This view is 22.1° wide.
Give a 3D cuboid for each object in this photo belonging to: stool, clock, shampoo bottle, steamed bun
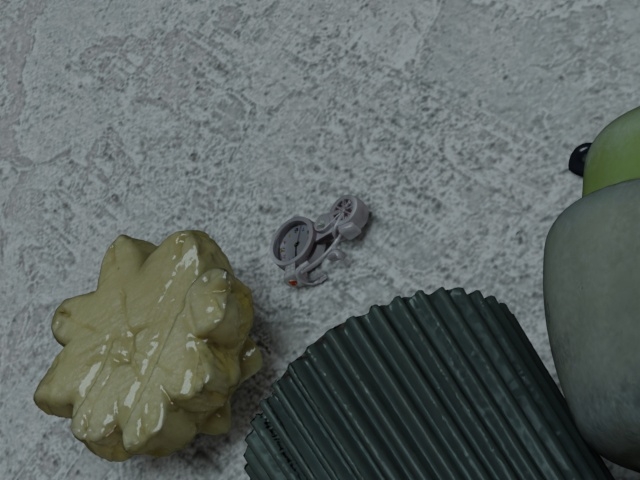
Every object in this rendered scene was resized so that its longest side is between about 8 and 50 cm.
[{"bbox_3d":[0.132,0.257,1.463,0.297,0.297,0.330,-41,52,8],"label":"stool"},{"bbox_3d":[0.000,0.000,1.876,0.129,0.041,0.087,-30,45,24],"label":"clock"},{"bbox_3d":[0.350,0.052,1.399,0.322,0.322,0.317,-4,68,34],"label":"shampoo bottle"},{"bbox_3d":[-0.184,0.126,1.869,0.295,0.137,0.292,-40,48,17],"label":"steamed bun"}]

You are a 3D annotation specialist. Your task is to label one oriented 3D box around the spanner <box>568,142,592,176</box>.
[{"bbox_3d":[0.381,-0.055,1.651,0.316,0.024,0.087,22,75,43],"label":"spanner"}]
